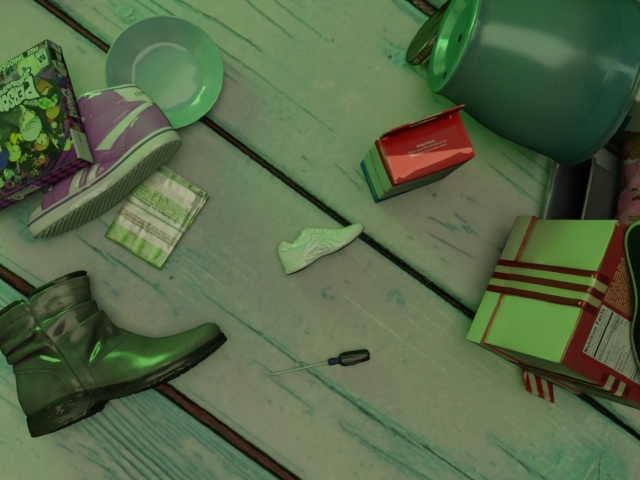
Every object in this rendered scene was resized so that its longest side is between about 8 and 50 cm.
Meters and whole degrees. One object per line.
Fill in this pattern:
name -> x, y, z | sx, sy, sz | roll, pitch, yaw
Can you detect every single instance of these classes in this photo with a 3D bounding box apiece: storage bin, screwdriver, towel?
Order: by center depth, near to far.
screwdriver -> -0.001, 0.204, 1.202 | 0.169, 0.025, 0.024 | -11, 85, -7
towel -> -0.269, -0.042, 1.207 | 0.113, 0.023, 0.152 | 32, 85, 1
storage bin -> 0.441, -0.070, 1.242 | 0.091, 0.098, 0.135 | 18, 82, -31

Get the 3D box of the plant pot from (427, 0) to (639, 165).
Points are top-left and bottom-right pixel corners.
plant pot -> 0.317, -0.284, 1.139 | 0.255, 0.271, 0.272 | 16, 83, -10

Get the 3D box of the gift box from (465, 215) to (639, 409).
gift box -> 0.411, 0.126, 1.137 | 0.276, 0.258, 0.255 | 33, 80, -21

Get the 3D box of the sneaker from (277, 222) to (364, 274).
sneaker -> 0.000, 0.000, 1.208 | 0.152, 0.054, 0.061 | -26, 84, -6

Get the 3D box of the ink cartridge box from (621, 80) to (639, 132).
ink cartridge box -> 0.522, -0.270, 1.104 | 0.082, 0.139, 0.191 | 11, 82, 16

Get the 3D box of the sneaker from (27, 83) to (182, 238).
sneaker -> -0.372, -0.133, 1.160 | 0.282, 0.102, 0.161 | -38, 86, 0

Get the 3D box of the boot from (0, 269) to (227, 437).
boot -> -0.335, 0.141, 1.138 | 0.338, 0.118, 0.223 | -22, 82, -11

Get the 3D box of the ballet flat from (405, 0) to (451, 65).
ballet flat -> 0.236, -0.390, 1.261 | 0.058, 0.084, 0.250 | 42, 78, -24

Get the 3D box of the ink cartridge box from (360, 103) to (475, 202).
ink cartridge box -> 0.151, -0.131, 1.144 | 0.134, 0.231, 0.078 | -20, 86, -6

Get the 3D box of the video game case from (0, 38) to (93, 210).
video game case -> -0.478, -0.168, 1.131 | 0.232, 0.042, 0.210 | -23, 75, 15

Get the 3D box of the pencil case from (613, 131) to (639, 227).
pencil case -> 0.588, -0.128, 1.221 | 0.167, 0.160, 0.386 | 11, 83, 11

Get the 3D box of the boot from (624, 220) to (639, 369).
boot -> 0.514, 0.087, 0.995 | 0.176, 0.088, 0.244 | -5, 90, -24

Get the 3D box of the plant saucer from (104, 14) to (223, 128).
plant saucer -> -0.258, -0.276, 1.219 | 0.194, 0.037, 0.195 | 1, 84, -6
